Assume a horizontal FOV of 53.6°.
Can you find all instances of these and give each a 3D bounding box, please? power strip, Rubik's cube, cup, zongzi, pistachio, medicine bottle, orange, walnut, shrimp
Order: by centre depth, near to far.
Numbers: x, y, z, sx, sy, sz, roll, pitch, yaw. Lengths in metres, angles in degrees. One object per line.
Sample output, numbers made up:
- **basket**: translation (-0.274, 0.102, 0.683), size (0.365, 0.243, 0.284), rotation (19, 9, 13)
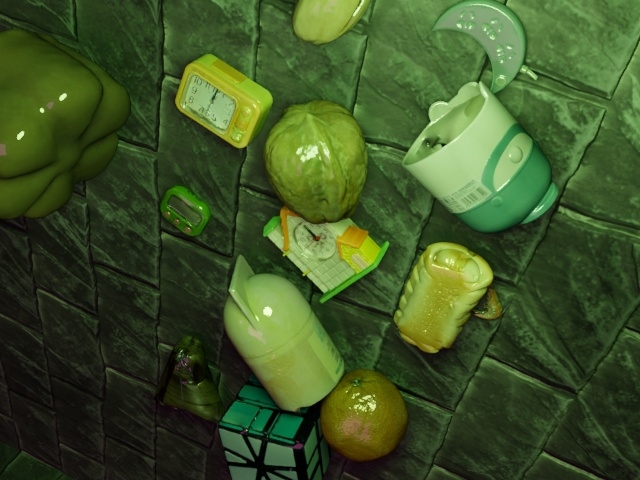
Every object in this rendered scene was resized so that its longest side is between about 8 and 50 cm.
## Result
- **power strip**: translation (0.326, -0.373, 1.212), size (0.216, 0.044, 0.137), rotation (44, 129, -7)
- **pistachio**: translation (0.027, -0.475, 1.238), size (0.136, 0.136, 0.226), rotation (42, 124, -6)
- **cup**: translation (0.302, -0.150, 1.286), size (0.257, 0.219, 0.289), rotation (42, 162, -15)
- **walnut**: translation (-0.011, -0.171, 1.402), size (0.283, 0.227, 0.283), rotation (57, 164, 27)
- **shrimp**: translation (0.400, 0.147, 1.555), size (0.091, 0.025, 0.127), rotation (6, 128, 24)
- **medicine bottle**: translation (-0.127, 0.242, 1.740), size (0.235, 0.236, 0.406), rotation (-17, 115, 34)
- **orange**: translation (0.121, 0.491, 1.792), size (0.264, 0.264, 0.264), rotation (13, 127, 17)
- **Rubik's cube**: translation (-0.116, 0.586, 1.950), size (0.288, 0.283, 0.294), rotation (7, 127, 23)
- **zongzi**: translation (-0.381, 0.485, 2.101), size (0.300, 0.138, 0.286), rotation (32, 127, 3)

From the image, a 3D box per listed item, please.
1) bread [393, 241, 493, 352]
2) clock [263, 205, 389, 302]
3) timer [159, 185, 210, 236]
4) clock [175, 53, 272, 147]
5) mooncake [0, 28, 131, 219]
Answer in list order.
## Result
- **bread**: translation (0.288, 0.139, 1.541), size (0.172, 0.121, 0.311), rotation (29, 130, 9)
- **clock**: translation (0.000, 0.000, 1.593), size (0.255, 0.106, 0.220), rotation (45, 130, -8)
- **timer**: translation (-0.373, -0.082, 1.755), size (0.140, 0.047, 0.128), rotation (38, 132, -3)
- **clock**: translation (-0.226, -0.326, 1.482), size (0.202, 0.096, 0.143), rotation (33, 134, 2)
- **mooncake**: translation (-0.689, -0.259, 1.519), size (0.262, 0.467, 0.467), rotation (36, 131, 2)
